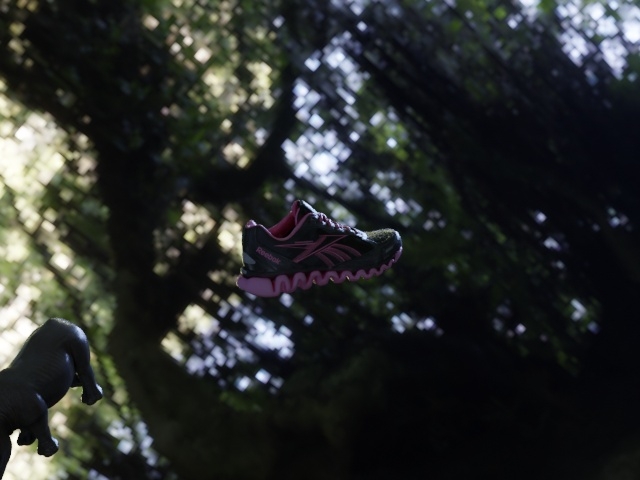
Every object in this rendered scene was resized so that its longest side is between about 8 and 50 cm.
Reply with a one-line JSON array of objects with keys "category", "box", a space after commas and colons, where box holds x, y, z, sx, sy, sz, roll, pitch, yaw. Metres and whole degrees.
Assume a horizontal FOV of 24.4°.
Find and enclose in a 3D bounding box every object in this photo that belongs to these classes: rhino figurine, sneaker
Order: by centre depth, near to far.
[{"category": "sneaker", "box": [0.000, 0.000, 0.973, 0.047, 0.119, 0.057, 17, -65, 62]}, {"category": "rhino figurine", "box": [-0.318, 0.177, 1.586, 0.073, 0.106, 0.243, 0, -146, 28]}]
